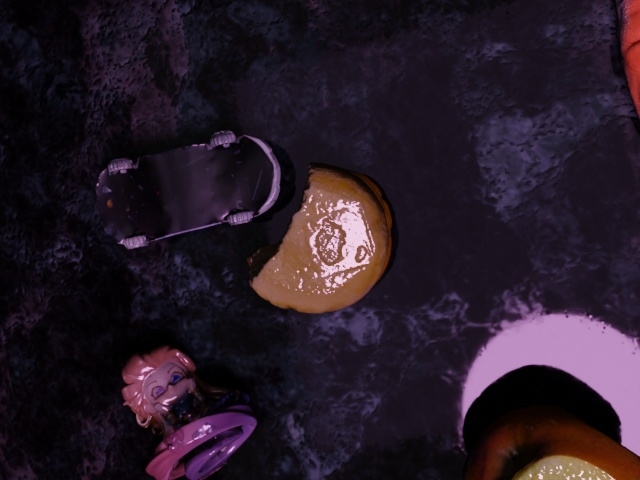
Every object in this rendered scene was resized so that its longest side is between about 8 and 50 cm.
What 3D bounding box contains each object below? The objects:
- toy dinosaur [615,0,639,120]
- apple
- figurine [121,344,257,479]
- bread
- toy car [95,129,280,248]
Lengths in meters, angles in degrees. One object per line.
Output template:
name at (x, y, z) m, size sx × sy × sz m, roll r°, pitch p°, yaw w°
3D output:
toy dinosaur at (0.305, -0.209, 0.638) m, size 0.101 × 0.055 × 0.280 m, roll 3°, pitch 96°, yaw 35°
apple at (0.207, 0.225, 0.622) m, size 0.147 × 0.163 × 0.146 m, roll 37°, pitch 91°, yaw -7°
figurine at (-0.146, 0.182, 0.738) m, size 0.126 × 0.114 × 0.157 m, roll -42°, pitch 50°, yaw -19°
bread at (0.007, 0.008, 0.700) m, size 0.125 × 0.086 × 0.156 m, roll 34°, pitch 103°, yaw -1°
toy car at (-0.139, -0.053, 0.741) m, size 0.205 × 0.056 × 0.095 m, roll -13°, pitch 90°, yaw 9°
